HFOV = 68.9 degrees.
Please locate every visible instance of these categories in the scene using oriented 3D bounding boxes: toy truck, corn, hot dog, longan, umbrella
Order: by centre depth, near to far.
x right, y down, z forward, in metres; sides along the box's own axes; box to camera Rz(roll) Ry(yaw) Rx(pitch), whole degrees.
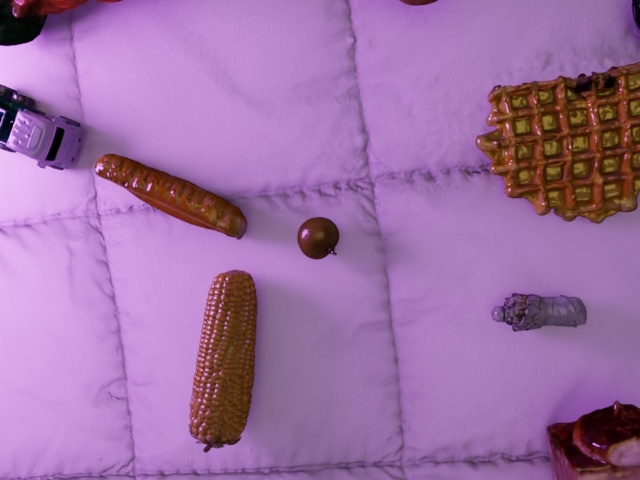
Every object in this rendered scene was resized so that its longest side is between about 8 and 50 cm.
[{"bbox_3d":[0.353,0.116,0.760,0.143,0.062,0.067,-6,124,7],"label":"umbrella"},{"bbox_3d":[0.000,0.000,0.788,0.075,0.075,0.083,-45,59,8],"label":"longan"},{"bbox_3d":[-0.164,0.204,0.816,0.106,0.106,0.305,7,90,7],"label":"corn"},{"bbox_3d":[-0.260,-0.082,0.822,0.288,0.083,0.068,26,78,5],"label":"hot dog"},{"bbox_3d":[-0.552,-0.206,0.831,0.216,0.116,0.110,25,97,6],"label":"toy truck"}]

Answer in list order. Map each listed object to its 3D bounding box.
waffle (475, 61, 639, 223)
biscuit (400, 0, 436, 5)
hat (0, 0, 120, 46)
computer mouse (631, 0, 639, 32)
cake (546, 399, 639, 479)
[{"bbox_3d":[0.405,-0.164,0.713,0.309,0.065,0.283,35,109,1],"label":"waffle"},{"bbox_3d":[0.175,-0.464,0.687,0.319,0.047,0.183,-27,92,13],"label":"biscuit"},{"bbox_3d":[-0.431,-0.488,0.774,0.400,0.285,0.285,-19,91,36],"label":"hat"},{"bbox_3d":[0.564,-0.320,0.680,0.137,0.096,0.233,-35,84,3],"label":"computer mouse"},{"bbox_3d":[0.453,0.372,0.696,0.196,0.198,0.293,-13,88,14],"label":"cake"}]
